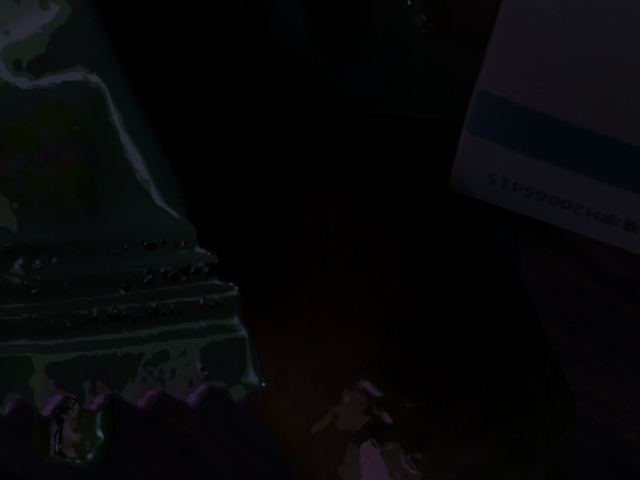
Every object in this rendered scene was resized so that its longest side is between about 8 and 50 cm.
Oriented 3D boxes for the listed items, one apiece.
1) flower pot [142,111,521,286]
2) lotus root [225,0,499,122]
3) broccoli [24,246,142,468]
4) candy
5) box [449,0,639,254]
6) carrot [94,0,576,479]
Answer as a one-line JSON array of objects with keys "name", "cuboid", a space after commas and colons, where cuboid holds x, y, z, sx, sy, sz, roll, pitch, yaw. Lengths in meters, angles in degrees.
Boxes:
[{"name": "flower pot", "cuboid": [0.000, 0.000, 0.803, 0.243, 0.189, 0.157, 23, 131, 38]}, {"name": "lotus root", "cuboid": [-0.006, -0.224, 0.603, 0.390, 0.111, 0.375, 51, 146, -18]}, {"name": "broccoli", "cuboid": [-0.156, 0.048, 1.003, 0.198, 0.177, 0.275, -158, 70, -68]}, {"name": "candy", "cuboid": [-0.171, -0.113, 0.586, 0.262, 0.172, 0.398, -8, 95, 45]}, {"name": "box", "cuboid": [0.231, -0.044, 0.516, 0.343, 0.065, 0.200, 19, 146, 6]}, {"name": "carrot", "cuboid": [-0.007, 0.002, 0.632, 0.302, 0.138, 0.139, 49, 153, 16]}]
